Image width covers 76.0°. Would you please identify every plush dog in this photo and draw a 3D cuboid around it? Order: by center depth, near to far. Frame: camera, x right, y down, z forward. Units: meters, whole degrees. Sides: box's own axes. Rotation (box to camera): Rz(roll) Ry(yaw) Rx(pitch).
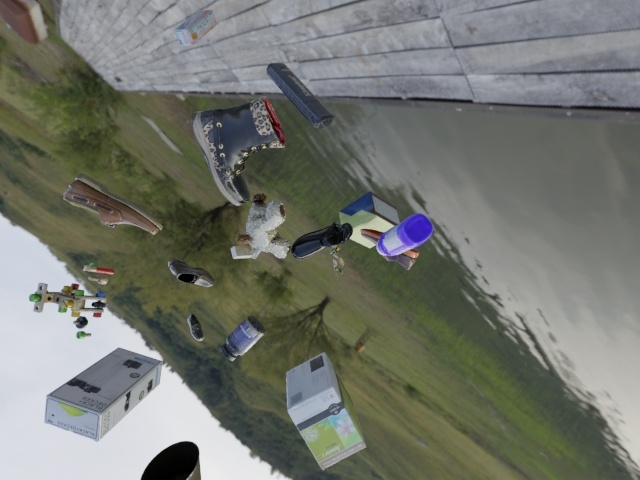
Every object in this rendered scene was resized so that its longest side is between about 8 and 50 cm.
[{"bbox_3d":[-0.241,-0.066,1.698,0.225,0.210,0.262,-105,6,-57],"label":"plush dog"}]

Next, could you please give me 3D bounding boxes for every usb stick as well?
[{"bbox_3d":[-0.063,-0.433,1.213,0.278,0.077,0.045,52,147,21],"label":"usb stick"}]

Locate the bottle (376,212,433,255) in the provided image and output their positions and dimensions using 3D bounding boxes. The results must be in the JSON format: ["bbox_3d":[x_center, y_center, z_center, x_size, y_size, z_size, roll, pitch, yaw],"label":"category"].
[{"bbox_3d":[0.268,-0.007,1.384,0.092,0.118,0.283,53,163,2],"label":"bottle"}]

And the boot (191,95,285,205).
[{"bbox_3d":[-0.266,-0.322,1.494,0.138,0.284,0.377,-80,-27,-60],"label":"boot"}]

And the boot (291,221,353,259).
[{"bbox_3d":[0.000,0.000,1.625,0.094,0.246,0.207,65,174,-3],"label":"boot"}]

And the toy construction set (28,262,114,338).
[{"bbox_3d":[-1.074,0.225,1.759,0.257,0.309,0.237,37,-174,27],"label":"toy construction set"}]

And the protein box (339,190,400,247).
[{"bbox_3d":[0.230,-0.091,1.891,0.201,0.200,0.136,24,-133,-39],"label":"protein box"}]

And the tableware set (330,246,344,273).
[{"bbox_3d":[0.088,0.096,2.169,0.104,0.024,0.154,32,131,51],"label":"tableware set"}]

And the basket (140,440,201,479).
[{"bbox_3d":[-0.478,0.829,1.368,0.154,0.204,0.227,15,123,30],"label":"basket"}]

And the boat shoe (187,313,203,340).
[{"bbox_3d":[-0.661,0.458,2.165,0.152,0.056,0.049,53,137,24],"label":"boat shoe"}]

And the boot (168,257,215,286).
[{"bbox_3d":[-0.507,0.155,1.644,0.219,0.082,0.106,34,-173,-39],"label":"boot"}]

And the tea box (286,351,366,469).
[{"bbox_3d":[0.015,0.739,1.816,0.324,0.220,0.329,61,180,-10],"label":"tea box"}]

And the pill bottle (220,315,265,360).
[{"bbox_3d":[-0.392,0.495,2.063,0.123,0.219,0.123,46,178,2],"label":"pill bottle"}]

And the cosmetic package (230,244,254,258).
[{"bbox_3d":[-0.399,0.059,2.115,0.041,0.115,0.060,-30,71,42],"label":"cosmetic package"}]

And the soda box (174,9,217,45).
[{"bbox_3d":[-0.462,-0.796,1.527,0.063,0.183,0.058,9,140,20],"label":"soda box"}]

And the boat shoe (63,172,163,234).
[{"bbox_3d":[-0.671,-0.091,1.335,0.307,0.104,0.111,31,162,-7],"label":"boat shoe"}]

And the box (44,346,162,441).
[{"bbox_3d":[-0.616,0.434,1.195,0.169,0.087,0.290,15,-166,9],"label":"box"}]

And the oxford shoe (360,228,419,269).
[{"bbox_3d":[0.274,0.031,1.720,0.271,0.098,0.097,30,-159,28],"label":"oxford shoe"}]
